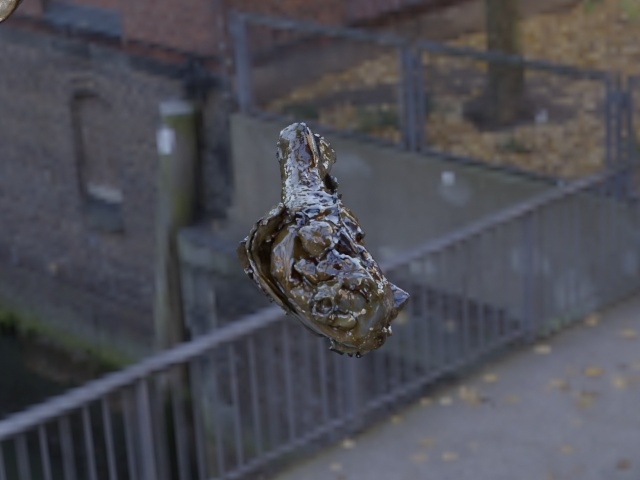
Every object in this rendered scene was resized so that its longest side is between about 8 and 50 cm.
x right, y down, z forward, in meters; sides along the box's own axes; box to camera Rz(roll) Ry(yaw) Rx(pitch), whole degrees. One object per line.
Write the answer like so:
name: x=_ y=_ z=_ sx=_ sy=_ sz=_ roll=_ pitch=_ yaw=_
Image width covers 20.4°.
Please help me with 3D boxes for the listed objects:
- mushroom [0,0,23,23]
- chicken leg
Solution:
mushroom: x=-0.324 y=-0.292 z=1.531 sx=0.302 sy=0.208 sz=0.233 roll=-36 pitch=34 yaw=43
chicken leg: x=-0.004 y=-0.001 z=1.278 sx=0.125 sy=0.080 sz=0.196 roll=14 pitch=42 yaw=-53
